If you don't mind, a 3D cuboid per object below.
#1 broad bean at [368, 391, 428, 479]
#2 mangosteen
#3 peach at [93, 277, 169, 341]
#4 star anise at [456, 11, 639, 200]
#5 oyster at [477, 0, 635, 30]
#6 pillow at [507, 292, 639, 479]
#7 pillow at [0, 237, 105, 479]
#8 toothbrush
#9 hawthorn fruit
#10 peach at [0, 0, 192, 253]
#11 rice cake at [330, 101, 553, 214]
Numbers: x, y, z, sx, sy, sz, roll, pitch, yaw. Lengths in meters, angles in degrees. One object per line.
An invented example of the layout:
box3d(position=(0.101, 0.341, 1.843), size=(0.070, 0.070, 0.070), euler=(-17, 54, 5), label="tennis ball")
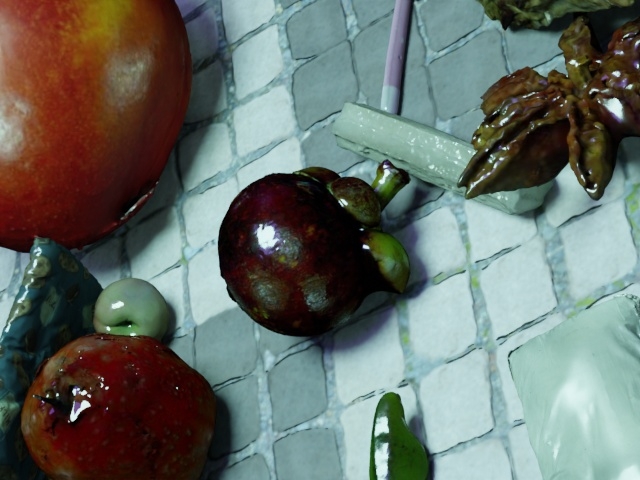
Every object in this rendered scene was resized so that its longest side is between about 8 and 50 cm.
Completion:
box3d(position=(0.076, 0.228, 1.338), size=(0.061, 0.046, 0.195), euler=(-28, 56, 10), label="broad bean")
box3d(position=(-0.007, 0.009, 1.451), size=(0.184, 0.172, 0.172), euler=(-5, 62, 16), label="mangosteen")
box3d(position=(-0.201, 0.080, 1.621), size=(0.083, 0.083, 0.083), euler=(-19, 56, 31), label="peach")
box3d(position=(0.233, -0.124, 1.342), size=(0.288, 0.088, 0.288), euler=(-27, 29, 16), label="star anise")
box3d(position=(0.203, -0.315, 1.396), size=(0.361, 0.096, 0.221), euler=(-178, 96, -68), label="oyster")
box3d(position=(0.231, 0.156, 1.247), size=(0.128, 0.051, 0.229), euler=(-28, 50, 22), label="pillow")
box3d(position=(-0.280, 0.140, 1.580), size=(0.034, 0.189, 0.256), euler=(3, 67, 23), label="pillow")
box3d(position=(0.087, -0.255, 1.610), size=(0.025, 0.020, 0.286), euler=(-15, 57, 43), label="toothbrush")
box3d(position=(-0.207, 0.163, 1.476), size=(0.181, 0.235, 0.181), euler=(-11, 64, 23), label="hawthorn fruit")
box3d(position=(-0.305, -0.166, 1.676), size=(0.370, 0.370, 0.370), euler=(-19, 56, 31), label="peach")
box3d(position=(0.110, -0.082, 1.469), size=(0.256, 0.057, 0.052), euler=(25, 114, 41), label="rice cake")
